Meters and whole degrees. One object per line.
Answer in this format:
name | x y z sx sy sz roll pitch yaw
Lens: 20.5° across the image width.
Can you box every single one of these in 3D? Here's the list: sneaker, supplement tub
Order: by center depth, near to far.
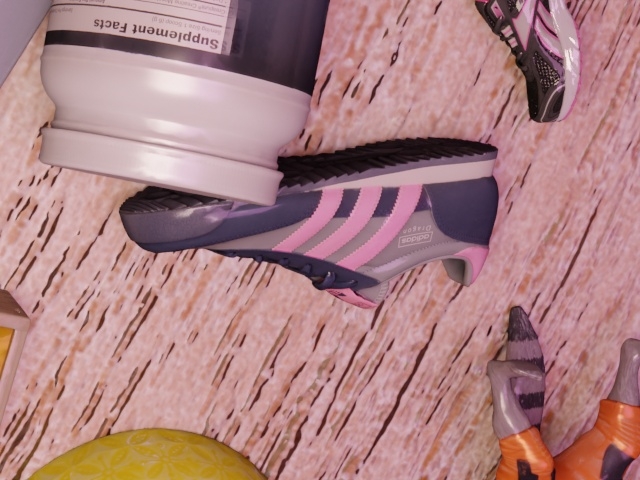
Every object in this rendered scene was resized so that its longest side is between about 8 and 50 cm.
supplement tub | -0.088 -0.172 1.229 0.191 0.191 0.272 11 90 -26
sneaker | 0.000 0.000 1.393 0.319 0.112 0.131 -8 107 -20
sneaker | 0.164 -0.183 1.442 0.077 0.072 0.178 -9 102 -9

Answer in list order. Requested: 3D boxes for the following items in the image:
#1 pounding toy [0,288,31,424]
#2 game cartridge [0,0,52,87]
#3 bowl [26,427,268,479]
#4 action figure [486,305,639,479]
pounding toy | -0.288 0.076 1.295 0.130 0.100 0.141 13 101 -27
game cartridge | -0.331 -0.207 1.214 0.297 0.062 0.198 32 88 -29
bowl | -0.128 0.312 1.412 0.289 0.156 0.289 -8 110 -22
action figure | 0.221 0.234 1.575 0.341 0.178 0.330 -12 121 -49
